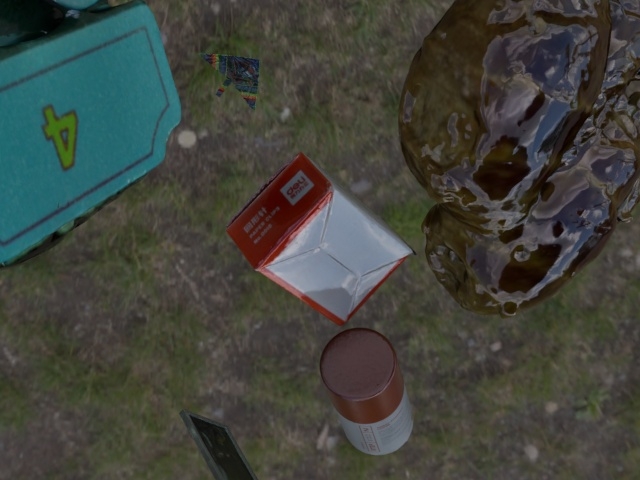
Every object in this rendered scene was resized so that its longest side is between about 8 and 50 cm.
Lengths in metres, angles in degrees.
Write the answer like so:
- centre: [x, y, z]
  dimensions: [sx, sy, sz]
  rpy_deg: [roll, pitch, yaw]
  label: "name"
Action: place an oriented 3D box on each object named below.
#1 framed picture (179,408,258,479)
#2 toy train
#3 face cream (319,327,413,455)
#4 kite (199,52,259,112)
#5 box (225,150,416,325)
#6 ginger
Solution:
- centre: [-0.086, 0.189, 0.889]
  dimensions: [0.007, 0.089, 0.066]
  rpy_deg: [-45, 139, 8]
  label: "framed picture"
- centre: [-0.151, -0.073, 0.437]
  dimensions: [0.107, 0.198, 0.154]
  rpy_deg: [-3, 114, 30]
  label: "toy train"
- centre: [0.061, 0.194, 1.273]
  dimensions: [0.095, 0.096, 0.214]
  rpy_deg: [-15, 150, 2]
  label: "face cream"
- centre: [-0.122, -0.239, 1.456]
  dimensions: [0.122, 0.004, 0.090]
  rpy_deg: [42, 66, 7]
  label: "kite"
- centre: [0.000, 0.000, 1.175]
  dimensions: [0.133, 0.099, 0.182]
  rpy_deg: [-47, 136, 8]
  label: "box"
- centre: [0.205, -0.104, 0.906]
  dimensions: [0.274, 0.152, 0.358]
  rpy_deg: [-25, 127, -9]
  label: "ginger"
